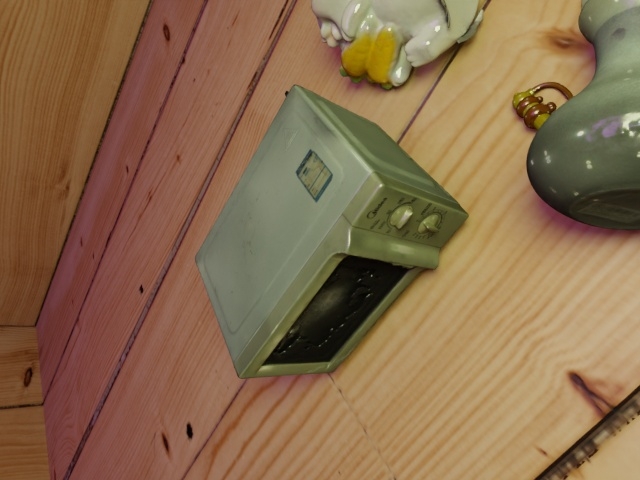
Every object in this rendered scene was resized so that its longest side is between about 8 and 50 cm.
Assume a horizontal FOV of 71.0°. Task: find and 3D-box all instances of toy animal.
[{"bbox_3d":[0.096,-0.392,0.718,0.310,0.183,0.247,24,94,53],"label":"toy animal"}]

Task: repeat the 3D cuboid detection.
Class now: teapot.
[{"bbox_3d":[0.311,-0.143,0.442,0.183,0.183,0.251,-5,66,47],"label":"teapot"}]

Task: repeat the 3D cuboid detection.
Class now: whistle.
[{"bbox_3d":[0.282,-0.161,0.559,0.057,0.046,0.109,-56,39,44],"label":"whistle"}]

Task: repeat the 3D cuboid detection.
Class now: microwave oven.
[{"bbox_3d":[0.000,0.000,0.701,0.355,0.218,0.286,-55,46,24],"label":"microwave oven"}]
